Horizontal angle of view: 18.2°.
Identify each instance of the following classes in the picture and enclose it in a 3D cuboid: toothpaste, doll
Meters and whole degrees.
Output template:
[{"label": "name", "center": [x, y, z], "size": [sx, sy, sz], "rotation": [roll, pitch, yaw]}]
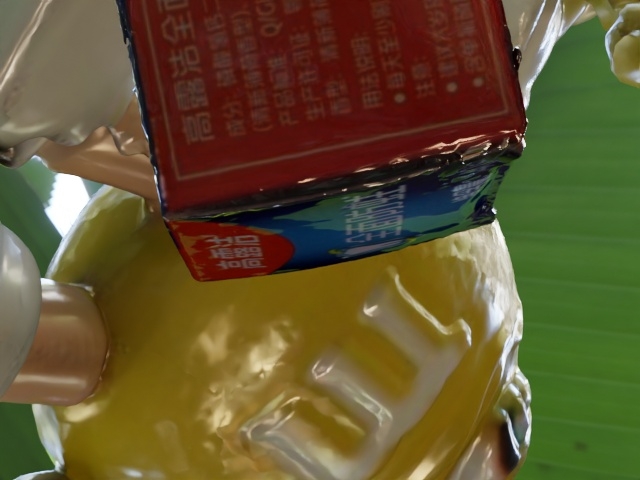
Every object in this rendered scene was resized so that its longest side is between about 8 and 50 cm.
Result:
[{"label": "toothpaste", "center": [-0.027, -0.156, 0.376], "size": [0.066, 0.076, 0.320], "rotation": [-11, -100, -1]}, {"label": "doll", "center": [-0.028, 0.008, 0.785], "size": [0.161, 0.423, 0.348], "rotation": [38, -60, 35]}]

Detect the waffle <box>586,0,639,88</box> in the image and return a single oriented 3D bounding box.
[{"label": "waffle", "center": [0.220, -0.108, 0.447], "size": [0.307, 0.060, 0.312], "rotation": [16, -118, 28]}]
